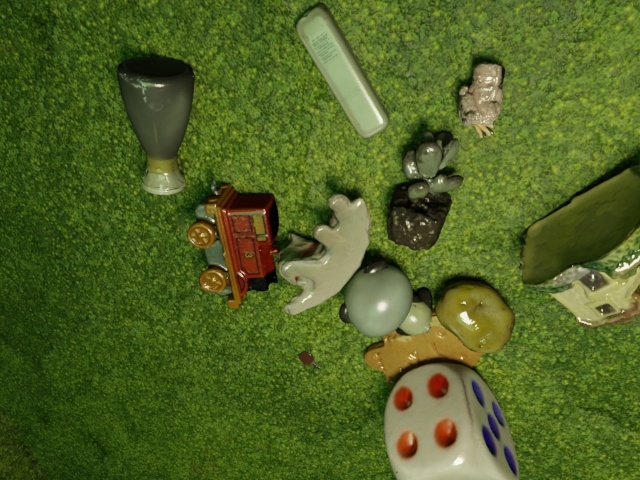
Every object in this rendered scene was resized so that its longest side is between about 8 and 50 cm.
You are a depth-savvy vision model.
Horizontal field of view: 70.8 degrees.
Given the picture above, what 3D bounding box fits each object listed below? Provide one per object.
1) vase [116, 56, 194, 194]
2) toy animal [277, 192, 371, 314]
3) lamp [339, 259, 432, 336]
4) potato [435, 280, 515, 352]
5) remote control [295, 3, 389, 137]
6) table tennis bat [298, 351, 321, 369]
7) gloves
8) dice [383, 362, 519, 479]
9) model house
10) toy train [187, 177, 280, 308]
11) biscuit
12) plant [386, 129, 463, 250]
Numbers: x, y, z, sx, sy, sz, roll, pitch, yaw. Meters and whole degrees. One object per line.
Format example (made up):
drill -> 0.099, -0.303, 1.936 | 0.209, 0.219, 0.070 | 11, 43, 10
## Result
vase -> -0.410, -0.281, 1.147 | 0.173, 0.173, 0.321 | 17, 127, 7
toy animal -> 0.000, 0.000, 1.185 | 0.266, 0.188, 0.308 | -13, 121, -9
lamp -> 0.179, 0.167, 1.192 | 0.243, 0.198, 0.198 | 25, 125, -24
potato -> 0.400, 0.191, 1.163 | 0.200, 0.154, 0.137 | 38, 143, 3
remote control -> 0.052, -0.376, 1.021 | 0.090, 0.038, 0.310 | -27, 108, 26
table tennis bat -> -0.035, 0.399, 1.490 | 0.083, 0.007, 0.050 | 38, 121, -4
gloves -> 0.337, -0.299, 0.946 | 0.094, 0.110, 0.144 | 18, 93, 16
dice -> 0.359, 0.547, 1.246 | 0.277, 0.304, 0.304 | -31, 122, 28
model house -> 0.625, 0.047, 0.939 | 0.266, 0.261, 0.321 | 39, 136, -9
toy train -> -0.226, 0.001, 1.246 | 0.231, 0.163, 0.369 | -3, 117, 8
biscuit -> 0.306, 0.332, 1.327 | 0.355, 0.052, 0.275 | -31, 106, 29
plant -> 0.243, -0.115, 1.044 | 0.149, 0.146, 0.275 | 17, 121, 10
